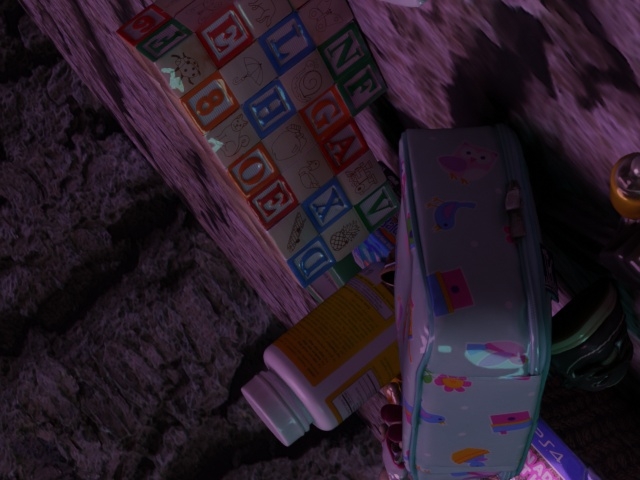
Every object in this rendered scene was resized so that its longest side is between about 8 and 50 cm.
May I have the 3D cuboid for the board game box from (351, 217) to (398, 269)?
[{"bbox_3d":[0.104,0.035,1.472,0.210,0.047,0.160,46,168,32],"label":"board game box"}]

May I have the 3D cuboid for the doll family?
[{"bbox_3d":[0.104,0.199,1.581,0.163,0.118,0.263,90,165,-49],"label":"doll family"}]

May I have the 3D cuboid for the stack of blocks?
[{"bbox_3d":[-0.032,-0.119,1.173,0.087,0.171,0.297,41,166,49],"label":"stack of blocks"}]

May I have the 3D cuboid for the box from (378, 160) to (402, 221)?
[{"bbox_3d":[0.086,-0.039,1.368,0.083,0.018,0.067,47,169,27],"label":"box"}]

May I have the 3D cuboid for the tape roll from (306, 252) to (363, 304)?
[{"bbox_3d":[0.000,0.000,1.746,0.321,0.077,0.321,49,169,13],"label":"tape roll"}]

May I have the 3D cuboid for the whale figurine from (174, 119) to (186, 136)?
[{"bbox_3d":[-0.054,-0.143,1.413,0.216,0.141,0.272,51,-165,7],"label":"whale figurine"}]

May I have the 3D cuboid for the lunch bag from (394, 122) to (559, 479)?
[{"bbox_3d":[0.115,0.048,1.008,0.279,0.108,0.224,88,-179,-54],"label":"lunch bag"}]

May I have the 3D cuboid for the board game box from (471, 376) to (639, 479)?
[{"bbox_3d":[0.215,0.303,1.167,0.141,0.291,0.232,-7,-132,-50],"label":"board game box"}]

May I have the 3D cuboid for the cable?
[{"bbox_3d":[0.224,0.003,0.852,0.139,0.072,0.287,42,-177,0],"label":"cable"}]

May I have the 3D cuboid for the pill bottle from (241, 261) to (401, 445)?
[{"bbox_3d":[0.020,0.129,1.419,0.117,0.215,0.117,49,169,13],"label":"pill bottle"}]

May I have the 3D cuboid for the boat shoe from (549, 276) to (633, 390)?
[{"bbox_3d":[0.221,0.085,1.042,0.073,0.080,0.223,45,175,7],"label":"boat shoe"}]

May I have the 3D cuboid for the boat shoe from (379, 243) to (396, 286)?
[{"bbox_3d":[0.125,0.041,1.290,0.066,0.066,0.183,50,164,-23],"label":"boat shoe"}]

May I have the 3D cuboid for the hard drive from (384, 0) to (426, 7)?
[{"bbox_3d":[-0.035,-0.309,0.881,0.307,0.040,0.203,57,169,-28],"label":"hard drive"}]
